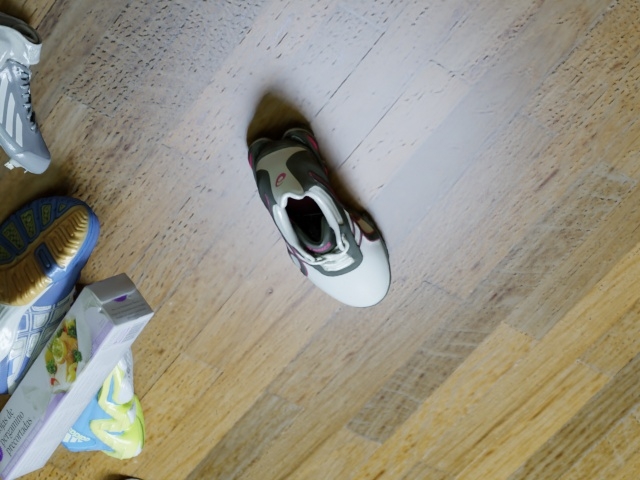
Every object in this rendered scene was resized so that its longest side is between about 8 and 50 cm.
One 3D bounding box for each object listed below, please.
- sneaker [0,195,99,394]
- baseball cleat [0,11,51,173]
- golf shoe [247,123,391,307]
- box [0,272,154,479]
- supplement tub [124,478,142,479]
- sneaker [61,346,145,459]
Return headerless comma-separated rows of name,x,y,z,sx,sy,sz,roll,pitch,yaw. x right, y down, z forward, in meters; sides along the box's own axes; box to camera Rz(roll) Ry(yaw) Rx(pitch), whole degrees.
sneaker,-0.331,0.065,1.855,0.131,0.112,0.296,17,126,-44
baseball cleat,-0.322,-0.159,1.686,0.109,0.072,0.206,-29,129,7
golf shoe,0.000,0.000,1.817,0.105,0.120,0.273,-27,127,12
box,-0.299,0.163,1.859,0.067,0.063,0.324,-18,154,-47
supplement tub,-0.258,0.372,2.105,0.071,0.071,0.107,20,124,-21
sneaker,-0.287,0.182,1.941,0.126,0.091,0.240,-6,129,-1
